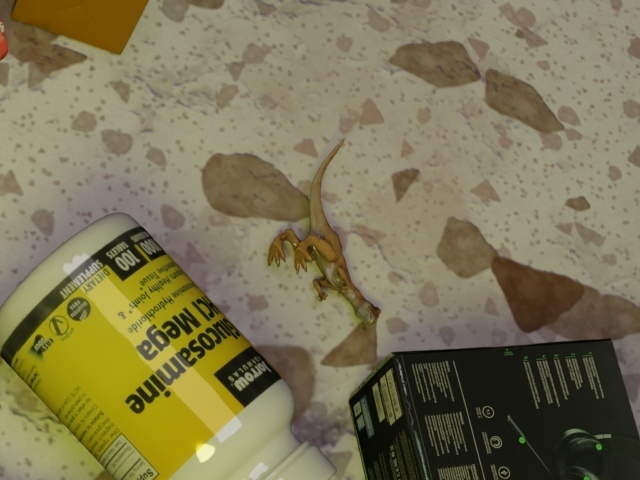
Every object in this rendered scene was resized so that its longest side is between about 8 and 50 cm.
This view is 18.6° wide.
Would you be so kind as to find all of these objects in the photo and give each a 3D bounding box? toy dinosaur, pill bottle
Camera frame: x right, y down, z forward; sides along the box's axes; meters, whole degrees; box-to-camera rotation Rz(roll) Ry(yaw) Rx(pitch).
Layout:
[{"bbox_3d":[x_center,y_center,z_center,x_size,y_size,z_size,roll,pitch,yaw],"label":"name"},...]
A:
[{"bbox_3d":[0.000,0.000,2.117,0.112,0.064,0.211,-7,76,-45],"label":"toy dinosaur"},{"bbox_3d":[-0.147,0.149,1.893,0.334,0.188,0.188,46,57,5],"label":"pill bottle"}]

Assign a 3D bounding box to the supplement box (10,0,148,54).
[{"bbox_3d":[-0.232,-0.344,2.108,0.129,0.191,0.194,18,60,-13],"label":"supplement box"}]

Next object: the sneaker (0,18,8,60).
[{"bbox_3d":[-0.382,-0.163,2.015,0.145,0.090,0.270,-15,68,-25],"label":"sneaker"}]

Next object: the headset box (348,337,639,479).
[{"bbox_3d":[0.203,0.241,2.023,0.283,0.131,0.246,-3,66,-24],"label":"headset box"}]
